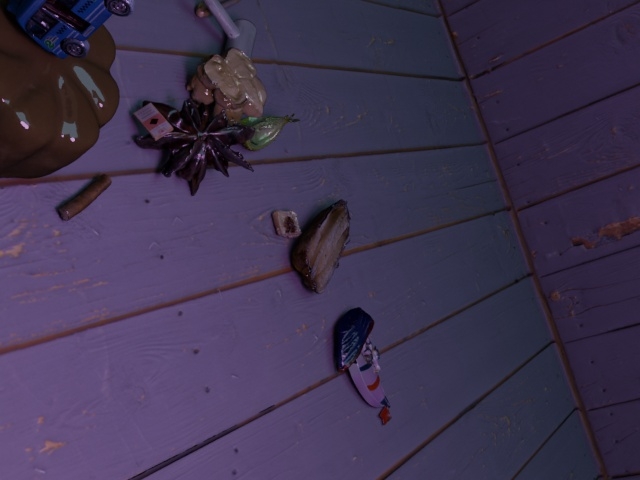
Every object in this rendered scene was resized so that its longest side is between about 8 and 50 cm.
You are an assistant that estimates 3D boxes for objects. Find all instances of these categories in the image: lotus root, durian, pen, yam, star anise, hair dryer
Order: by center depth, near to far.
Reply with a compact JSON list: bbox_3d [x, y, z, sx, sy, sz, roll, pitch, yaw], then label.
[{"bbox_3d":[-0.446,-0.082,1.598,0.032,0.032,0.145,58,35,-18],"label":"yam"},{"bbox_3d":[-0.274,-0.217,1.844,0.282,0.129,0.212,-12,81,-40],"label":"star anise"},{"bbox_3d":[-0.238,-0.541,2.085,0.236,0.073,0.131,55,33,-47],"label":"hair dryer"},{"bbox_3d":[-0.142,-0.275,2.091,0.215,0.100,0.086,-28,100,-51],"label":"durian"},{"bbox_3d":[-0.261,-0.614,2.174,0.040,0.032,0.233,41,34,-1],"label":"pen"},{"bbox_3d":[0.000,0.000,2.183,0.329,0.078,0.167,-57,143,-54],"label":"lotus root"}]

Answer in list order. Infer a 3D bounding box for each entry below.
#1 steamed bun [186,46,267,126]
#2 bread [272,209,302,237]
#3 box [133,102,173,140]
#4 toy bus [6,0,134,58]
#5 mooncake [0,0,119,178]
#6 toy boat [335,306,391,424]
[{"bbox_3d":[-0.223,-0.357,2.020,0.192,0.106,0.177,50,40,-13],"label":"steamed bun"},{"bbox_3d":[-0.085,-0.043,2.109,0.083,0.035,0.070,5,67,-52],"label":"bread"},{"bbox_3d":[-0.351,-0.249,1.764,0.046,0.012,0.083,-36,69,-18],"label":"box"},{"bbox_3d":[-0.376,-0.398,1.323,0.134,0.246,0.113,31,51,-34],"label":"toy bus"},{"bbox_3d":[-0.521,-0.298,1.450,0.378,0.200,0.378,31,49,-43],"label":"mooncake"},{"bbox_3d":[0.106,0.333,2.174,0.219,0.072,0.318,-9,90,-60],"label":"toy boat"}]
